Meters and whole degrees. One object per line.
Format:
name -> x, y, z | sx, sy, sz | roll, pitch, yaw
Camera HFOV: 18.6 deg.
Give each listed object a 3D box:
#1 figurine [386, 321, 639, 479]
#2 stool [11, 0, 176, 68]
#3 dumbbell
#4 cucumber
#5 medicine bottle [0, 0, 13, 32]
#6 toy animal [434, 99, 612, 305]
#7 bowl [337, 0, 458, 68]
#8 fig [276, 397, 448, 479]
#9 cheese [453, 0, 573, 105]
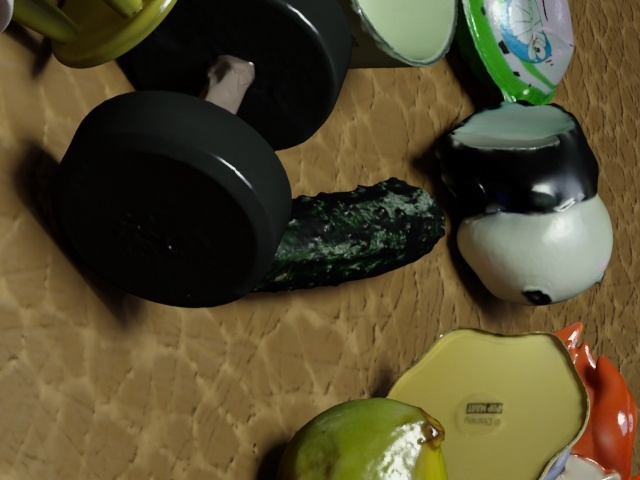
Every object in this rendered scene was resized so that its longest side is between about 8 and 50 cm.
figurine -> 0.179, 0.172, 1.599 | 0.208, 0.181, 0.257 | 57, 5, 35
stool -> -0.158, -0.185, 1.257 | 0.110, 0.134, 0.135 | 46, -4, -33
dumbbell -> -0.075, -0.078, 1.306 | 0.152, 0.152, 0.218 | 55, 37, -31
cucumber -> 0.000, 0.000, 1.471 | 0.303, 0.081, 0.072 | -13, 122, -60
medicine bottle -> -0.234, -0.244, 1.137 | 0.133, 0.133, 0.250 | 27, 56, -52
toy animal -> 0.177, -0.027, 1.729 | 0.166, 0.138, 0.179 | -26, 108, -39
bowl -> 0.012, -0.226, 1.549 | 0.211, 0.112, 0.211 | 28, 55, -51
fig -> 0.030, 0.189, 1.400 | 0.136, 0.120, 0.153 | -42, 131, -70
cheese -> 0.172, -0.262, 1.853 | 0.204, 0.083, 0.320 | 13, 67, -56
